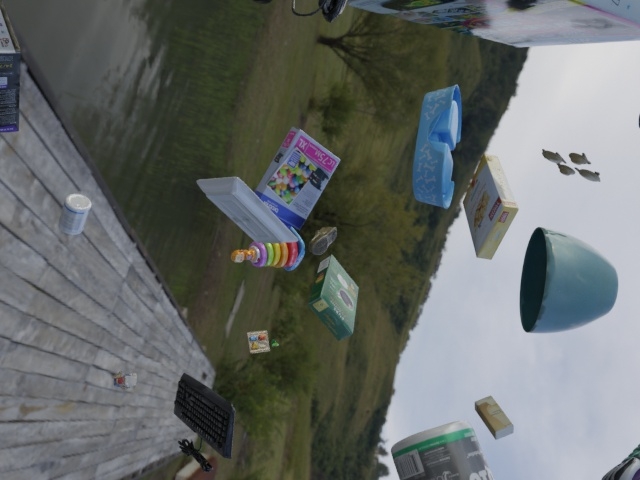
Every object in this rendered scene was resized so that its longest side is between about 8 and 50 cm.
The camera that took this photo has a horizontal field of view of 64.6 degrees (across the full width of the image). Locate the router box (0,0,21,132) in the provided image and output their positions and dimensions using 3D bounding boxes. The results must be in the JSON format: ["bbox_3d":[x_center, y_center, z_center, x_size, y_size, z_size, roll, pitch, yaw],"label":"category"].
[{"bbox_3d":[-0.647,-0.394,0.943,0.243,0.081,0.308,-37,-107,52],"label":"router box"}]

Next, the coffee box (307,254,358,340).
[{"bbox_3d":[0.031,0.120,1.101,0.040,0.113,0.184,-32,-161,21],"label":"coffee box"}]

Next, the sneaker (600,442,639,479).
[{"bbox_3d":[0.544,0.355,0.784,0.098,0.224,0.083,53,-20,29],"label":"sneaker"}]

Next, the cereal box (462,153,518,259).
[{"bbox_3d":[0.437,-0.091,1.322,0.240,0.048,0.172,-84,-175,-50],"label":"cereal box"}]

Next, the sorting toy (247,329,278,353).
[{"bbox_3d":[-0.158,0.278,1.398,0.012,0.083,0.062,126,-45,-54],"label":"sorting toy"}]

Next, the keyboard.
[{"bbox_3d":[-0.295,0.455,1.233,0.317,0.033,0.201,2,-92,55],"label":"keyboard"}]

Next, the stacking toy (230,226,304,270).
[{"bbox_3d":[-0.225,0.044,2.011,0.302,0.165,0.175,-10,143,-44],"label":"stacking toy"}]

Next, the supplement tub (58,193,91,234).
[{"bbox_3d":[-0.709,-0.076,1.459,0.107,0.071,0.071,-53,-166,33],"label":"supplement tub"}]

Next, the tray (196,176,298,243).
[{"bbox_3d":[-0.183,-0.062,1.265,0.270,0.145,0.030,48,54,-43],"label":"tray"}]

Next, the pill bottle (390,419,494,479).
[{"bbox_3d":[0.308,0.609,1.123,0.204,0.204,0.360,109,-32,-56],"label":"pill bottle"}]

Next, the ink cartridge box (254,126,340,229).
[{"bbox_3d":[-0.087,-0.164,1.550,0.311,0.186,0.065,-59,-142,1],"label":"ink cartridge box"}]

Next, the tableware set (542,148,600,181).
[{"bbox_3d":[0.751,-0.227,1.515,0.020,0.141,0.169,-57,-146,-3],"label":"tableware set"}]

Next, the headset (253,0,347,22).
[{"bbox_3d":[-0.114,-0.485,0.809,0.185,0.394,0.243,-57,170,28],"label":"headset"}]

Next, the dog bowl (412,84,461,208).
[{"bbox_3d":[0.276,-0.221,1.190,0.166,0.074,0.297,40,58,-62],"label":"dog bowl"}]

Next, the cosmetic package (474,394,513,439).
[{"bbox_3d":[0.503,0.513,1.470,0.115,0.060,0.041,-122,-165,-56],"label":"cosmetic package"}]

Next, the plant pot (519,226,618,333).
[{"bbox_3d":[0.669,0.118,1.360,0.290,0.196,0.289,7,90,-80],"label":"plant pot"}]

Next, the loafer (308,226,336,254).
[{"bbox_3d":[0.000,0.000,1.541,0.148,0.050,0.056,-37,129,-54],"label":"loafer"}]

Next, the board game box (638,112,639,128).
[{"bbox_3d":[0.617,-0.165,0.868,0.168,0.033,0.133,61,12,2],"label":"board game box"}]

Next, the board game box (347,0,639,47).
[{"bbox_3d":[0.219,-0.294,0.565,0.224,0.304,0.097,28,-64,56],"label":"board game box"}]

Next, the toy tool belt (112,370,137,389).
[{"bbox_3d":[-0.569,0.401,1.447,0.083,0.051,0.052,39,51,-67],"label":"toy tool belt"}]
